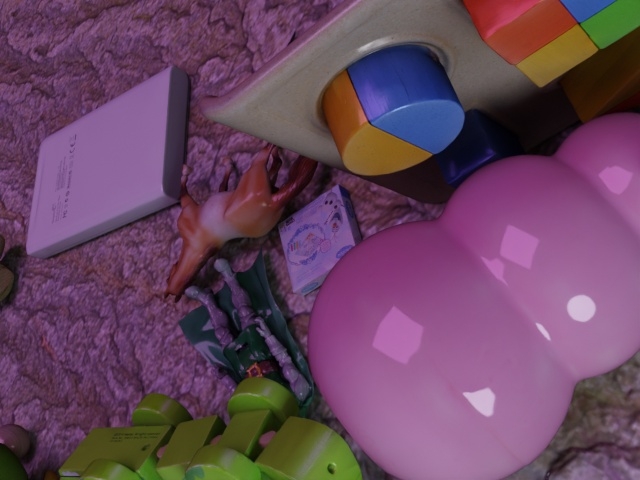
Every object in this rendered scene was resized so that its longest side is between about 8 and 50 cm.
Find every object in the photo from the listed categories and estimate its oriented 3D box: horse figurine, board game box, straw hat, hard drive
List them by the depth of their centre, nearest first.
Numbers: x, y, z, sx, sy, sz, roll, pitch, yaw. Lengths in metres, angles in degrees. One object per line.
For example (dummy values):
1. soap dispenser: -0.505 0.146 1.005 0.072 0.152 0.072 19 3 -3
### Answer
1. board game box: 0.000 0.000 0.871 0.090 0.020 0.090 -32 53 27
2. horse figurine: -0.096 -0.048 0.940 0.263 0.066 0.174 -23 48 35
3. hard drive: -0.312 -0.107 1.173 0.308 0.040 0.203 -18 61 34
4. straw hat: -0.514 0.066 1.259 0.061 0.144 0.144 32 96 3

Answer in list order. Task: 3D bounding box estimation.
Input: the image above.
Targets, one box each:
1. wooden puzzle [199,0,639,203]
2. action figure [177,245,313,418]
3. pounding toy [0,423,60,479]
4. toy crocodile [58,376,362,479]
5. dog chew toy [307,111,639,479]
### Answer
1. wooden puzzle: 0.139 -0.116 0.597 0.348 0.322 0.080 -28 67 29
2. action figure: -0.071 0.122 0.857 0.137 0.063 0.232 -45 52 13
3. pounding toy: -0.378 0.342 1.018 0.237 0.110 0.182 -166 87 -73
4. toy crocodile: -0.118 0.213 0.771 0.341 0.105 0.115 -14 27 31
5. dog chew toy: 0.152 0.032 0.610 0.332 0.206 0.206 -40 49 4
